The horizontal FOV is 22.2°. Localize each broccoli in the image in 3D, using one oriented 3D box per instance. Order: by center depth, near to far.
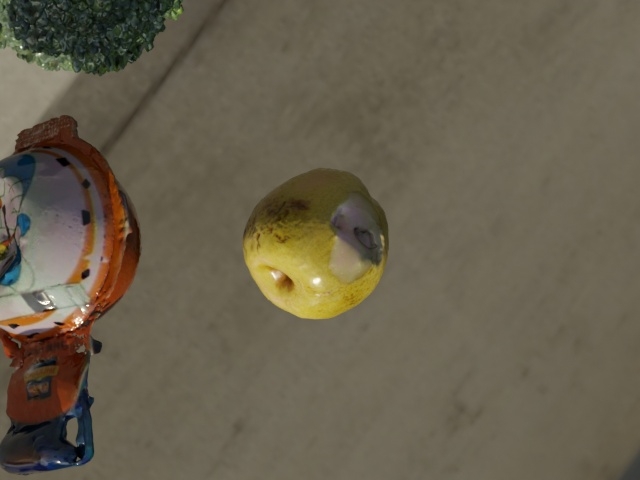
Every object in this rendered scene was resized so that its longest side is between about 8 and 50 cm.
[{"bbox_3d":[-0.276,-0.338,1.639,0.249,0.302,0.375,-33,153,-32],"label":"broccoli"}]

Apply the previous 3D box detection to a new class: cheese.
[{"bbox_3d":[-0.249,0.048,1.498,0.129,0.217,0.329,13,71,-48],"label":"cheese"}]

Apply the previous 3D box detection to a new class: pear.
[{"bbox_3d":[0.000,0.000,1.901,0.178,0.178,0.178,-35,143,-31],"label":"pear"}]
